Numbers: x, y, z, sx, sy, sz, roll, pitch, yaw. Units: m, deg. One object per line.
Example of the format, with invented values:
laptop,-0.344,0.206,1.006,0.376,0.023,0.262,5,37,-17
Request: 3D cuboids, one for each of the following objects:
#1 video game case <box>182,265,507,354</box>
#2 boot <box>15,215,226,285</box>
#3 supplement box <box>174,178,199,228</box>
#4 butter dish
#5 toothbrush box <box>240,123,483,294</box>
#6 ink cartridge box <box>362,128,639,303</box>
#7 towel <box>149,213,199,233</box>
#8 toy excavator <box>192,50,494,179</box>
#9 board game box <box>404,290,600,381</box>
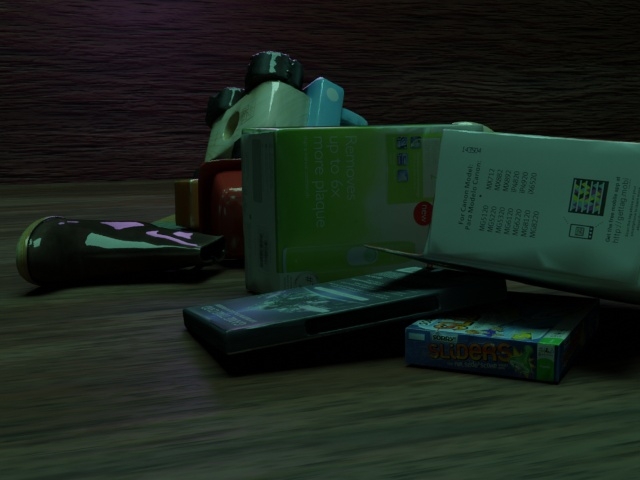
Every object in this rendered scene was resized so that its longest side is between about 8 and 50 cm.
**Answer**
video game case,0.016,0.063,0.914,0.274,0.026,0.196,-10,5,-18
boot,-0.256,0.009,1.219,0.207,0.090,0.248,0,4,16
supplement box,-0.112,-0.062,1.476,0.233,0.078,0.080,-3,4,-27
butter dish,-0.093,-0.030,1.333,0.160,0.160,0.118,-2,24,-11
toothbrush box,0.054,-0.041,1.150,0.283,0.206,0.122,-4,8,-26
ink cartridge box,0.234,-0.017,0.946,0.272,0.130,0.309,9,-3,30
towel,-0.157,-0.018,1.605,0.271,0.040,0.370,1,6,3
toy excavator,0.046,-0.163,1.712,0.445,0.222,0.433,22,-30,-30
board game box,0.178,0.084,0.870,0.136,0.035,0.201,3,9,25
